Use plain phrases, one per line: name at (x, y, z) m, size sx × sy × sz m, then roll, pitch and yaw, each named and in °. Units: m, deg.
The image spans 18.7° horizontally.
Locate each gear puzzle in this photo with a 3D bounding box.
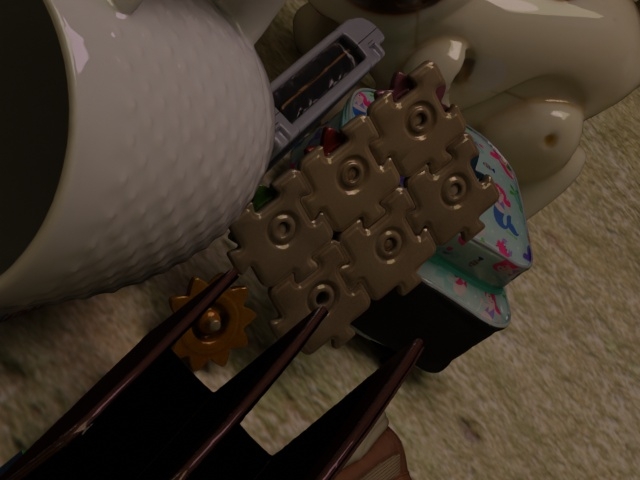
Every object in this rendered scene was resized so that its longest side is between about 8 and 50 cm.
gear puzzle at (0.000, 0.000, 1.694) m, size 0.044 × 0.339 × 0.175 m, roll 26°, pitch -30°, yaw 56°

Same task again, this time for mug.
mug at (-0.158, -0.121, 1.432) m, size 0.276 × 0.374 × 0.328 m, roll 54°, pitch 25°, yaw 18°

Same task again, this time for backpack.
backpack at (0.081, -0.029, 1.902) m, size 0.225 × 0.191 × 0.253 m, roll 31°, pitch 30°, yaw -28°

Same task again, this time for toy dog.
toy dog at (0.147, -0.240, 2.031) m, size 0.408 × 0.395 × 0.284 m, roll 37°, pitch 40°, yaw -39°

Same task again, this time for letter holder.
letter holder at (-0.074, 0.130, 1.389) m, size 0.152 × 0.214 × 0.302 m, roll 48°, pitch 29°, yaw -3°

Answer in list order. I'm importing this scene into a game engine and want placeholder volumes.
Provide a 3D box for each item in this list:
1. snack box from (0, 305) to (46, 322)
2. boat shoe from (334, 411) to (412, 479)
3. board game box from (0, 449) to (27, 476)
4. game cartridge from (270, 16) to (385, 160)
snack box at (-0.274, 0.038, 1.485) m, size 0.064 × 0.022 × 0.178 m, roll 55°, pitch 29°, yaw 9°
boat shoe at (0.005, 0.233, 1.556) m, size 0.116 × 0.123 × 0.324 m, roll 52°, pitch 31°, yaw -2°
board game box at (-0.152, 0.253, 1.397) m, size 0.136 × 0.035 × 0.201 m, roll 17°, pitch 43°, yaw -45°
game cartridge at (-0.060, -0.086, 1.741) m, size 0.062 × 0.198 × 0.297 m, roll 49°, pitch 31°, yaw -4°
